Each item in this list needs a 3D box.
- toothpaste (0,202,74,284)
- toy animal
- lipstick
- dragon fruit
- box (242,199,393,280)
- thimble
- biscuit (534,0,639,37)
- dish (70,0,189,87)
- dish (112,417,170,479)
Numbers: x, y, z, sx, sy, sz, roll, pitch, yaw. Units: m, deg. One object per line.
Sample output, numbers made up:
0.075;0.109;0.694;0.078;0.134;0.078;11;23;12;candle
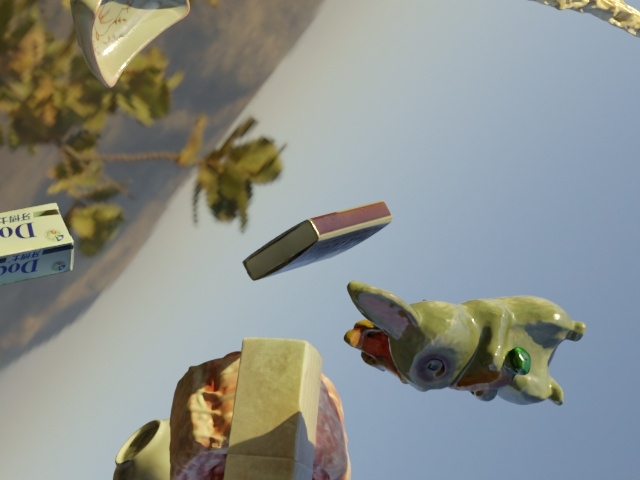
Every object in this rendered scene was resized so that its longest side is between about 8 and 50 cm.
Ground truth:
-0.490;0.026;1.652;0.337;0.081;0.067;-12;141;-24;toothpaste
0.130;0.100;1.245;0.138;0.236;0.108;-153;-110;-75;toy animal
-0.057;0.286;1.295;0.080;0.076;0.371;53;42;-67;lipstick
0.139;0.163;2.032;0.133;0.208;0.150;77;24;-60;dragon fruit
0.000;0.000;1.562;0.115;0.036;0.177;-32;171;33;box
-0.083;0.262;1.685;0.239;0.239;0.162;-47;-151;34;thimble
0.332;-0.366;1.843;0.204;0.309;0.040;51;-56;47;biscuit
-0.284;-0.343;1.868;0.212;0.077;0.151;-52;155;-33;dish
-0.258;0.325;1.953;0.191;0.066;0.190;-37;-163;13;dish
